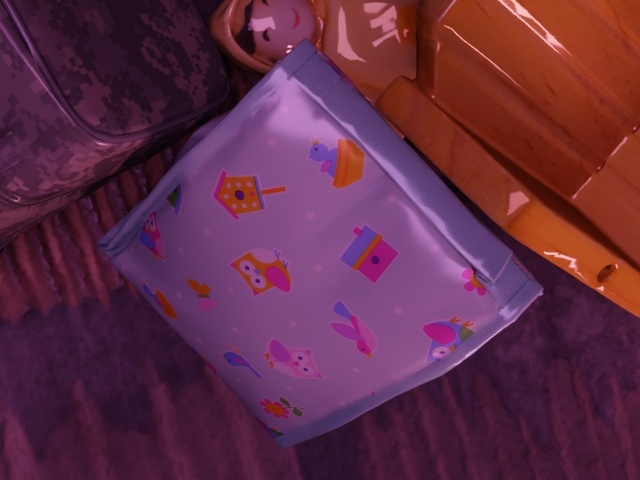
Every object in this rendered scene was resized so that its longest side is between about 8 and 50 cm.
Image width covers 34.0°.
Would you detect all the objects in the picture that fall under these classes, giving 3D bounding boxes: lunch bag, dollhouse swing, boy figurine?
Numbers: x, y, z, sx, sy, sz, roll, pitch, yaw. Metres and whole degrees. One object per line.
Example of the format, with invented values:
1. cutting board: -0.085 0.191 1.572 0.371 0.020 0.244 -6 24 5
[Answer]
1. lunch bag: 0.000 0.000 0.716 0.223 0.262 0.160 47 53 -6
2. dollhouse swing: 0.289 -0.081 0.619 0.315 0.305 0.347 27 110 -43
3. lunch bag: -0.248 -0.145 0.722 0.256 0.212 0.305 -25 98 32
4. boy figurine: 0.058 -0.164 0.784 0.285 0.092 0.177 6 100 -6
